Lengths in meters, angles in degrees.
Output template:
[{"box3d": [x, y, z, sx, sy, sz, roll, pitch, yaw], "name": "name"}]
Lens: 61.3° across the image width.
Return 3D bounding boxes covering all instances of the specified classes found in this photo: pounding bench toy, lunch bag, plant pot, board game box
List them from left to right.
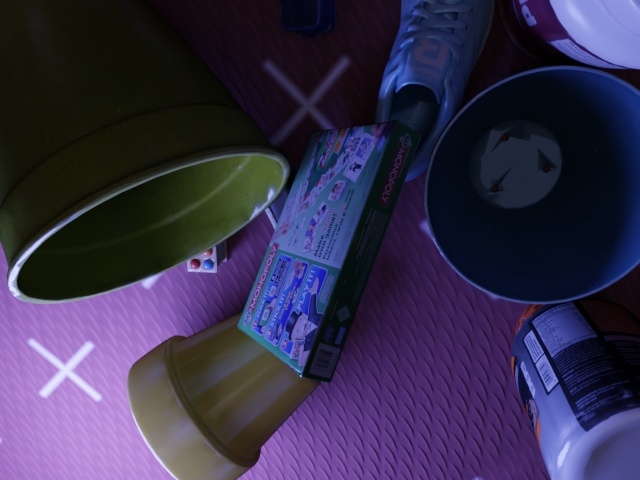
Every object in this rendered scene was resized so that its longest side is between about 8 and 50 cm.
[{"box3d": [-0.282, -0.160, 0.717, 0.366, 0.366, 0.353, -32, 80, 16], "name": "plant pot"}, {"box3d": [-0.192, 0.005, 0.902, 0.052, 0.065, 0.083, 2, 108, 8], "name": "pounding bench toy"}, {"box3d": [-0.139, 0.236, 0.888, 0.239, 0.254, 0.254, -35, 100, 2], "name": "plant pot"}, {"box3d": [-0.015, -0.336, 0.765, 0.067, 0.065, 0.099, 7, 108, 27], "name": "lunch bag"}, {"box3d": [0.000, 0.000, 0.722, 0.046, 0.213, 0.318, 23, 86, -28], "name": "board game box"}, {"box3d": [0.284, -0.087, 0.735, 0.290, 0.195, 0.291, 3, 109, 8], "name": "plant pot"}]

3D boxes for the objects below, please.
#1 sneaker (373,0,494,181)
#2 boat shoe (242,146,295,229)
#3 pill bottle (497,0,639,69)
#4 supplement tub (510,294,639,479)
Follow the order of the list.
[{"box3d": [0.157, -0.248, 0.725, 0.135, 0.150, 0.366, 11, 109, 3], "name": "sneaker"}, {"box3d": [-0.037, -0.038, 0.857, 0.068, 0.081, 0.228, -30, 99, 20], "name": "boat shoe"}, {"box3d": [0.326, -0.293, 0.558, 0.223, 0.392, 0.224, 2, 108, 7], "name": "pill bottle"}, {"box3d": [0.384, 0.209, 0.741, 0.207, 0.338, 0.207, 3, 109, 8], "name": "supplement tub"}]
